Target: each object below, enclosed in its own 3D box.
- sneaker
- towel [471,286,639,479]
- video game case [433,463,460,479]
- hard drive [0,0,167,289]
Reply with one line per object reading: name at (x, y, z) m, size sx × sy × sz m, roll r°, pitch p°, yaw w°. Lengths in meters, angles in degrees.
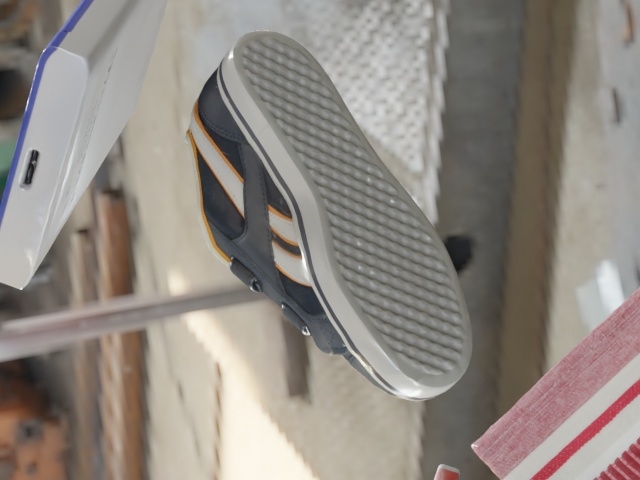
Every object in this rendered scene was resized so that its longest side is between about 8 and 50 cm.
sneaker at (0.000, 0.000, 1.490) m, size 0.127 × 0.126 × 0.321 m, roll -48°, pitch 61°, yaw 42°
towel at (0.287, 0.180, 1.545) m, size 0.037 × 0.237 × 0.329 m, roll 45°, pitch -177°, yaw -38°
video game case at (0.080, 0.377, 1.851) m, size 0.285 × 0.025 × 0.204 m, roll -71°, pitch -3°, yaw -57°
hard drive at (-0.186, -0.126, 1.576) m, size 0.318 × 0.040 × 0.210 m, roll -70°, pitch 1°, yaw -60°
